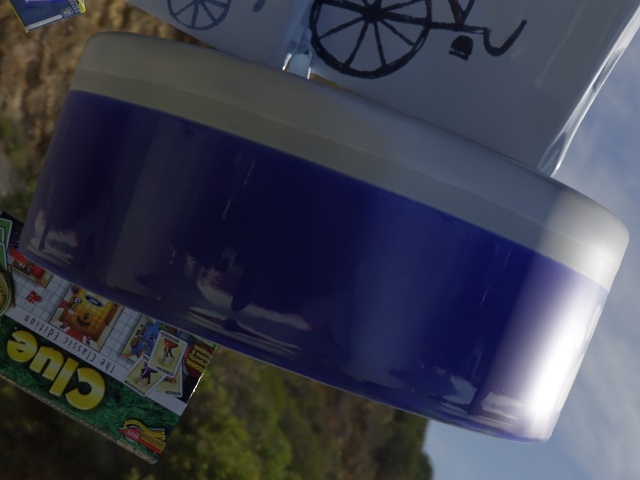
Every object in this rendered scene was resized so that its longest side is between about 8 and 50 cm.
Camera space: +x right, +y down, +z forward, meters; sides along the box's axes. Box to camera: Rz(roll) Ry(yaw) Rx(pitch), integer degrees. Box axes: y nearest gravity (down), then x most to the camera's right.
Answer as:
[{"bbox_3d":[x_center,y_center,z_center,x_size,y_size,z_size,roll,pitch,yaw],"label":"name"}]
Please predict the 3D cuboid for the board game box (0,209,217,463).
[{"bbox_3d":[-0.235,0.088,1.105,0.259,0.136,0.030,32,-24,-13],"label":"board game box"}]

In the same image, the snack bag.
[{"bbox_3d":[0.047,-0.214,0.548,0.342,0.323,0.037,26,18,-13],"label":"snack bag"}]

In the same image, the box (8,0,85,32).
[{"bbox_3d":[-0.254,-0.256,0.964,0.169,0.059,0.054,67,5,-49],"label":"box"}]

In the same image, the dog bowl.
[{"bbox_3d":[0.000,0.000,0.552,0.265,0.104,0.265,20,-2,1],"label":"dog bowl"}]
